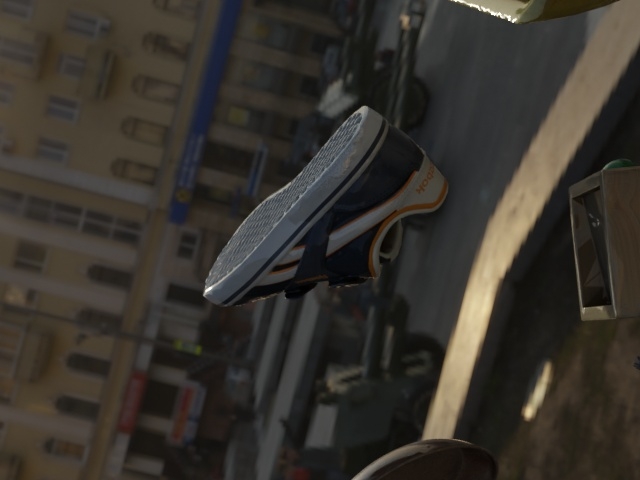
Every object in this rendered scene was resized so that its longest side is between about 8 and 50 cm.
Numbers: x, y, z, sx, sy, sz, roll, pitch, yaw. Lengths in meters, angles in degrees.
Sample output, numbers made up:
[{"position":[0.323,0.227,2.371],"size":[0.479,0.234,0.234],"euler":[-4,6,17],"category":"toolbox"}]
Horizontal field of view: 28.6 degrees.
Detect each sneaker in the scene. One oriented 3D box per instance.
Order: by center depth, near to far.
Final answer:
[{"position":[0.000,0.000,1.290],"size":[0.321,0.127,0.126],"euler":[-40,22,45],"category":"sneaker"}]

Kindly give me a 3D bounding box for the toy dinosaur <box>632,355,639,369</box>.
[{"position":[0.521,0.152,1.633],"size":[0.127,0.200,0.296],"euler":[-27,80,49],"category":"toy dinosaur"}]

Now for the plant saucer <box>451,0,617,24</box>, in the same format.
[{"position":[0.166,-0.273,0.670],"size":[0.333,0.081,0.333],"euler":[-109,37,-75],"category":"plant saucer"}]

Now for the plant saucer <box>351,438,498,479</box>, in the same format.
[{"position":[0.083,0.257,1.244],"size":[0.036,0.198,0.199],"euler":[58,143,37],"category":"plant saucer"}]

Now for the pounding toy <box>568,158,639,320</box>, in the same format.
[{"position":[0.255,-0.013,0.956],"size":[0.130,0.100,0.141],"euler":[115,150,-85],"category":"pounding toy"}]
